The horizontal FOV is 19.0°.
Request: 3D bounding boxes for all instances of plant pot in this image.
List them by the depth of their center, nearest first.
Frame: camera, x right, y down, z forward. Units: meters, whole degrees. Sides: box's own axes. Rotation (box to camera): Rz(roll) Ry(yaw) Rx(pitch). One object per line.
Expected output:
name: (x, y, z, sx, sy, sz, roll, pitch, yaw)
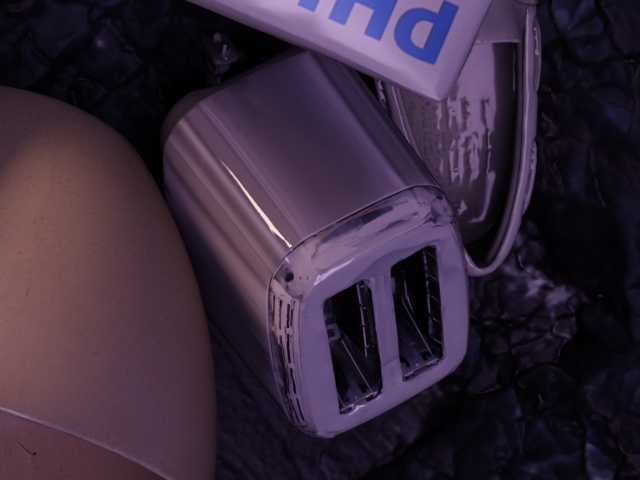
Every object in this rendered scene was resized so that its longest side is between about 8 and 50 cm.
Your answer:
plant pot: (-0.178, 0.030, 1.004, 0.284, 0.284, 0.191, 21, 67, -20)

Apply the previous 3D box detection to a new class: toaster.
toaster: (0.000, 0.000, 1.037, 0.129, 0.146, 0.227, -27, 144, -15)

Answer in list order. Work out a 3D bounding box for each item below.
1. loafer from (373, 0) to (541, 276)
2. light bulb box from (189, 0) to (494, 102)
loafer: (0.077, -0.135, 1.073, 0.112, 0.111, 0.320, -12, 111, -10)
light bulb box: (-0.052, -0.303, 0.859, 0.357, 0.225, 0.361, 22, 96, -17)
